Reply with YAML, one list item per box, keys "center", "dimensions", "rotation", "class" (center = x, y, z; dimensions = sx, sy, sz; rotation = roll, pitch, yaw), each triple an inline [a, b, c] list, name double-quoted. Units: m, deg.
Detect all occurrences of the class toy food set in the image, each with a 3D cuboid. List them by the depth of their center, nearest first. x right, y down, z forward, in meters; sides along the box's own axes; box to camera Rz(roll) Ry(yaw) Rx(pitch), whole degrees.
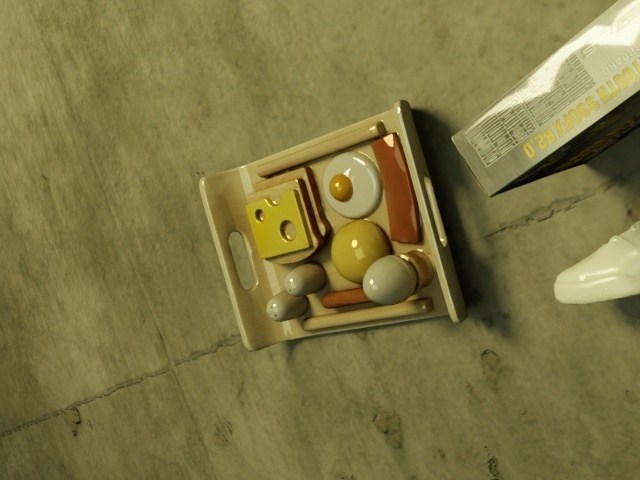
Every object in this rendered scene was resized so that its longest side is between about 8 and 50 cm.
- center: [0.000, 0.000, 0.844]
  dimensions: [0.306, 0.092, 0.220]
  rotation: [-14, 93, 41]
  class: "toy food set"

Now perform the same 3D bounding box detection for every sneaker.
- center: [0.281, -0.011, 0.628]
  dimensions: [0.212, 0.080, 0.094]
  rotation: [-23, 80, 33]
  class: "sneaker"

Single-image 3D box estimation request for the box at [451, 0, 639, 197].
- center: [0.230, -0.126, 0.558]
  dimensions: [0.231, 0.183, 0.056]
  rotation: [-40, 77, 39]
  class: "box"
